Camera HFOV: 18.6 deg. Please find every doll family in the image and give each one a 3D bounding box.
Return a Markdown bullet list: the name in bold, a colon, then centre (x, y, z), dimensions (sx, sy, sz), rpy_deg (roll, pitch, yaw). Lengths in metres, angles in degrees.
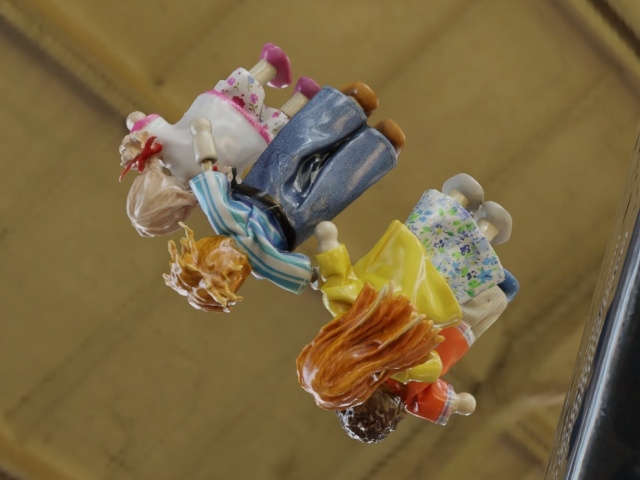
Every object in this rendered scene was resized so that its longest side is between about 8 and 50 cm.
- **doll family**: centre (0.000, 0.000, 1.090), dimensions (0.263, 0.163, 0.118), rpy_deg (44, -25, 1)

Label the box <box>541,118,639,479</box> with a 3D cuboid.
- **box**: centre (0.178, 0.120, 0.689), dimensions (0.212, 0.395, 0.293), rpy_deg (15, -79, 6)
